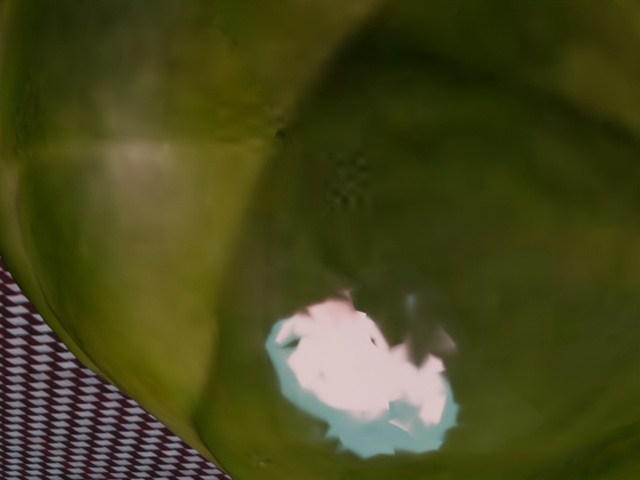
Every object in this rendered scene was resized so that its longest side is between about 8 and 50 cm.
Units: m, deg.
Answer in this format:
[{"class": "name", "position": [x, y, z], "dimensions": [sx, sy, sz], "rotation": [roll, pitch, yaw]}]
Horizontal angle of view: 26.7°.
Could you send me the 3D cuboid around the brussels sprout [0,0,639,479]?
[{"class": "brussels sprout", "position": [0.047, -0.044, 0.512], "dimensions": [0.371, 0.314, 0.276], "rotation": [16, 175, -17]}]
